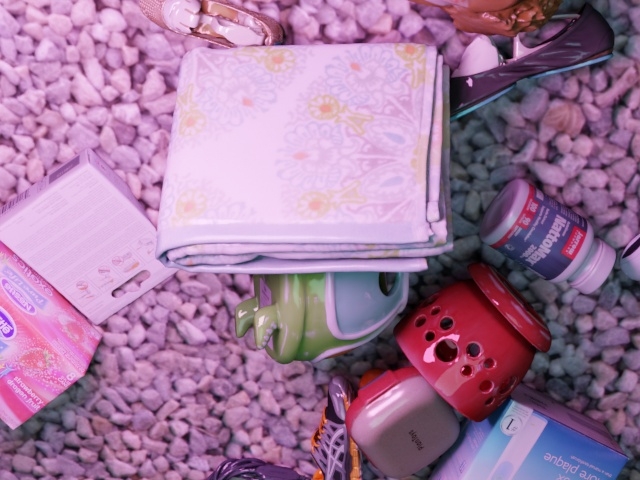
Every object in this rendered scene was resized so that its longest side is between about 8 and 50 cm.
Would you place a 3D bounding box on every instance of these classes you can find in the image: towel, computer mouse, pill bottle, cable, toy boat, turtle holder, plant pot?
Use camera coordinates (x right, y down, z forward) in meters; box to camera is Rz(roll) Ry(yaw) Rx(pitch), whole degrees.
[{"bbox_3d":[-0.015,-0.110,1.444,0.374,0.320,0.090,0,149,7],"label":"towel"},{"bbox_3d":[0.525,-0.009,1.643,0.106,0.042,0.193,36,108,-13],"label":"computer mouse"},{"bbox_3d":[0.332,-0.001,1.616,0.180,0.108,0.108,30,109,-11],"label":"pill bottle"},{"bbox_3d":[-0.108,0.428,1.829,0.184,0.047,0.150,8,116,-5],"label":"cable"},{"bbox_3d":[0.111,0.257,1.706,0.151,0.151,0.231,-34,138,-2],"label":"toy boat"},{"bbox_3d":[-0.003,0.011,1.585,0.227,0.243,0.320,-3,72,-13],"label":"turtle holder"},{"bbox_3d":[0.231,0.143,1.632,0.174,0.191,0.191,-42,105,10],"label":"plant pot"}]

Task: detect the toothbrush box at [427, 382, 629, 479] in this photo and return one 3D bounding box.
[{"bbox_3d":[0.300,0.389,1.741,0.216,0.126,0.295,28,103,-10],"label":"toothbrush box"}]

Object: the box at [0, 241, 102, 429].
[{"bbox_3d":[-0.489,0.108,1.654,0.154,0.142,0.300,-37,106,13],"label":"box"}]

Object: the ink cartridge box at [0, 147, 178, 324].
[{"bbox_3d":[-0.344,-0.003,1.670,0.189,0.066,0.232,-33,128,13],"label":"ink cartridge box"}]

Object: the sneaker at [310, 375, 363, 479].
[{"bbox_3d":[0.023,0.313,1.758,0.083,0.084,0.215,-1,112,7],"label":"sneaker"}]

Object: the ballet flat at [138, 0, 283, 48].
[{"bbox_3d":[-0.151,-0.303,1.528,0.206,0.067,0.073,13,110,-4],"label":"ballet flat"}]

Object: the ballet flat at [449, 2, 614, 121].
[{"bbox_3d":[0.264,-0.250,1.536,0.280,0.095,0.096,-22,100,-1],"label":"ballet flat"}]

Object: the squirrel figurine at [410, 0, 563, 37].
[{"bbox_3d":[0.221,-0.465,1.379,0.397,0.281,0.370,21,86,-44],"label":"squirrel figurine"}]
